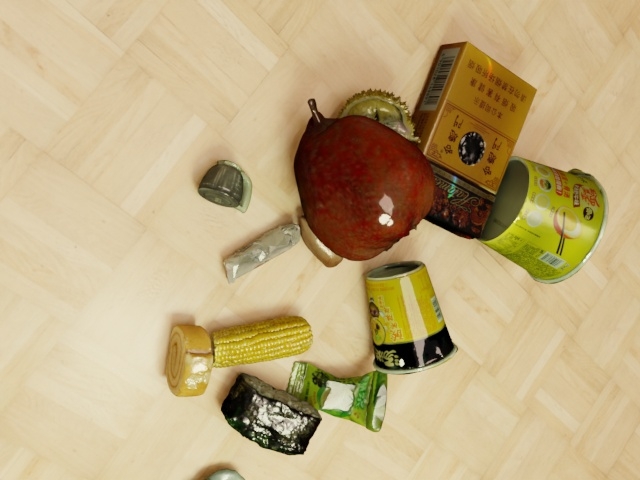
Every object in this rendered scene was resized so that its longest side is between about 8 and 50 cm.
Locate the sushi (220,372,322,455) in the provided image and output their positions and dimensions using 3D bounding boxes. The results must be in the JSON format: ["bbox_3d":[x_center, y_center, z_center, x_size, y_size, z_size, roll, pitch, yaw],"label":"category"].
[{"bbox_3d":[-0.114,0.402,1.536,0.225,0.124,0.127,31,89,-16],"label":"sushi"}]

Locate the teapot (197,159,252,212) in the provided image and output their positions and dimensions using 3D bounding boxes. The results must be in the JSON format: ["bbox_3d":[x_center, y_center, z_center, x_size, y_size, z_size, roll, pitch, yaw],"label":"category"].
[{"bbox_3d":[-0.200,-0.119,1.435,0.092,0.124,0.091,15,74,11],"label":"teapot"}]

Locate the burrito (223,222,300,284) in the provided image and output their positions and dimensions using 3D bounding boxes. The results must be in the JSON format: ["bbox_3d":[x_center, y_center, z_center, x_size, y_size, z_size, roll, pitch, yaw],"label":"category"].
[{"bbox_3d":[-0.130,0.024,1.502,0.203,0.064,0.064,-32,113,-17],"label":"burrito"}]

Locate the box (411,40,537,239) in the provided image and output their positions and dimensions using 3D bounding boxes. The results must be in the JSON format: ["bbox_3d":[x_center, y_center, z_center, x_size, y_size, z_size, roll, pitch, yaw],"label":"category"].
[{"bbox_3d":[0.342,-0.237,1.665,0.264,0.116,0.415,23,88,-30],"label":"box"}]

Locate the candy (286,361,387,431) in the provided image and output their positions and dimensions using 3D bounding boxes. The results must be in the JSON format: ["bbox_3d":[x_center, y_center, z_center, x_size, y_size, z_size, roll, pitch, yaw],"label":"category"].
[{"bbox_3d":[0.037,0.373,1.640,0.246,0.069,0.149,10,86,-9],"label":"candy"}]

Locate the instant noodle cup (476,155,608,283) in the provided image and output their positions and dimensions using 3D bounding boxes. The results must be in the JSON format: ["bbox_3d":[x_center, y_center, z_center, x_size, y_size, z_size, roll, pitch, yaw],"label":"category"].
[{"bbox_3d":[0.536,-0.070,1.716,0.221,0.311,0.311,22,89,-21],"label":"instant noodle cup"}]

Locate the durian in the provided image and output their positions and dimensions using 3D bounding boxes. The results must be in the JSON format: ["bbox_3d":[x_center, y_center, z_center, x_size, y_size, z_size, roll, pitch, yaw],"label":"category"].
[{"bbox_3d":[0.146,-0.280,1.542,0.208,0.146,0.102,23,46,-13],"label":"durian"}]

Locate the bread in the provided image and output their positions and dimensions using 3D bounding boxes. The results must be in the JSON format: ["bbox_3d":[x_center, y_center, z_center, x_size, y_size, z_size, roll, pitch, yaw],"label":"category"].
[{"bbox_3d":[-0.274,0.257,1.435,0.073,0.122,0.149,6,98,-32],"label":"bread"}]

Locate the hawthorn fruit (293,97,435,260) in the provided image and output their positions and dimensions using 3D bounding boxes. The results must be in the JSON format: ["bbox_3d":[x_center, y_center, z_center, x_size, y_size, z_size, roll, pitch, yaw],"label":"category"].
[{"bbox_3d":[0.080,-0.115,1.448,0.324,0.308,0.308,26,86,13],"label":"hawthorn fruit"}]

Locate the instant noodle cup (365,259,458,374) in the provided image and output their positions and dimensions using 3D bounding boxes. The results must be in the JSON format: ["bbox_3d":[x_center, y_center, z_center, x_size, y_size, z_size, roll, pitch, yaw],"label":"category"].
[{"bbox_3d":[0.208,0.180,1.638,0.215,0.215,0.236,-17,101,-24],"label":"instant noodle cup"}]

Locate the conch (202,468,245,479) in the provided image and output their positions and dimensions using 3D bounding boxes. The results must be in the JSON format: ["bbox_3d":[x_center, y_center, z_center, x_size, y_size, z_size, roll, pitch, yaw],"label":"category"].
[{"bbox_3d":[-0.247,0.598,1.532,0.173,0.106,0.116,-40,96,-35],"label":"conch"}]

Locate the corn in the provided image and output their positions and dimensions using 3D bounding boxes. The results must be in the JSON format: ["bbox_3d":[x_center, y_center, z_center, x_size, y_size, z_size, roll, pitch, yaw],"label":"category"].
[{"bbox_3d":[-0.134,0.229,1.519,0.244,0.093,0.093,-8,104,-26],"label":"corn"}]

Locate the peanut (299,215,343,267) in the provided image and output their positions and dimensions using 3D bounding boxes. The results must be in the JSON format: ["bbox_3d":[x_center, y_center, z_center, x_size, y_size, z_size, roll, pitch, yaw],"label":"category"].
[{"bbox_3d":[0.000,0.000,1.555,0.076,0.076,0.152,-44,112,-13],"label":"peanut"}]
